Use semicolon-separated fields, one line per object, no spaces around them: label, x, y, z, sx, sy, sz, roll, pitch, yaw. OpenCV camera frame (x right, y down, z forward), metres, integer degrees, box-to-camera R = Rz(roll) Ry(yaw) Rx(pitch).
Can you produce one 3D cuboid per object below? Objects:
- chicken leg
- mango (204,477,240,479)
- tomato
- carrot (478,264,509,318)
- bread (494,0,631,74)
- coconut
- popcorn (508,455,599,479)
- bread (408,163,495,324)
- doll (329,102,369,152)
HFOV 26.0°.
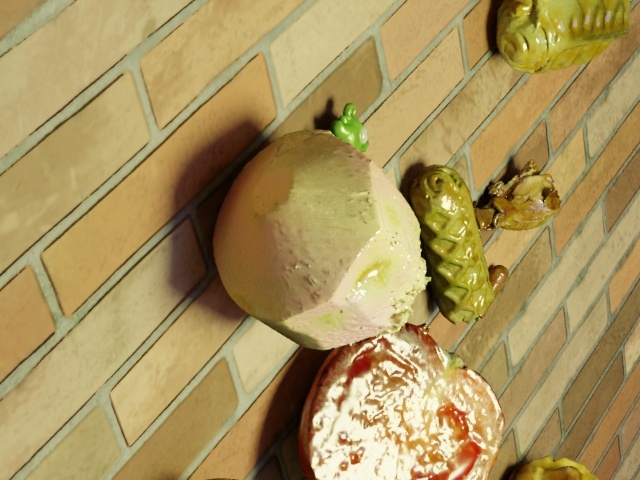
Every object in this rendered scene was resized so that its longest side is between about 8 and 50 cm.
chicken leg;0.300;-0.059;2.136;0.207;0.085;0.101;-17;150;-47
mango;-0.150;0.424;1.561;0.195;0.142;0.332;28;80;-53
tomato;0.079;0.258;1.834;0.309;0.170;0.309;6;78;-27
carrot;0.267;0.079;2.187;0.093;0.032;0.032;-60;145;-15
bread;0.357;-0.329;2.079;0.267;0.130;0.152;-20;123;-52
coconut;0.000;0.000;1.555;0.245;0.233;0.233;42;66;-59
popcorn;0.400;0.539;2.410;0.265;0.225;0.332;-42;147;-49
bread;0.185;0.003;1.972;0.098;0.087;0.269;-53;142;-31
doll;0.032;-0.081;1.739;0.115;0.050;0.190;-34;133;-50
